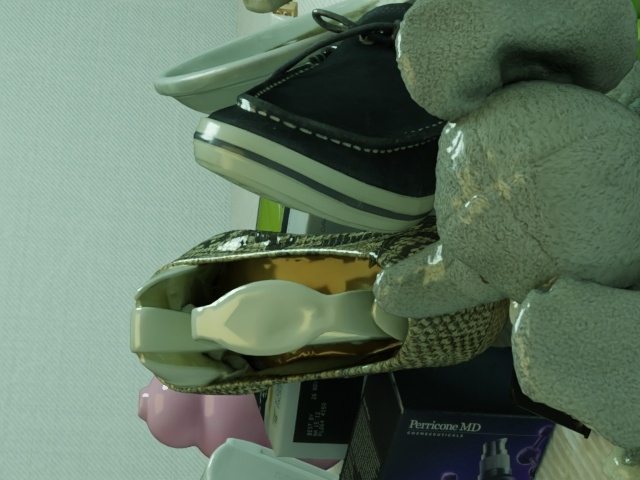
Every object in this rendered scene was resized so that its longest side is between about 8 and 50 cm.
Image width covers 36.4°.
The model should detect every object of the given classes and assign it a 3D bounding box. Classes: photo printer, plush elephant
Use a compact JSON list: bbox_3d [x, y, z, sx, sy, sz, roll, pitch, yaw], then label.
[{"bbox_3d":[-0.070,0.421,1.450,0.307,0.256,0.107,116,175,-56],"label":"photo printer"},{"bbox_3d":[0.152,-0.003,0.547,0.330,0.255,0.272,127,139,-55],"label":"plush elephant"}]

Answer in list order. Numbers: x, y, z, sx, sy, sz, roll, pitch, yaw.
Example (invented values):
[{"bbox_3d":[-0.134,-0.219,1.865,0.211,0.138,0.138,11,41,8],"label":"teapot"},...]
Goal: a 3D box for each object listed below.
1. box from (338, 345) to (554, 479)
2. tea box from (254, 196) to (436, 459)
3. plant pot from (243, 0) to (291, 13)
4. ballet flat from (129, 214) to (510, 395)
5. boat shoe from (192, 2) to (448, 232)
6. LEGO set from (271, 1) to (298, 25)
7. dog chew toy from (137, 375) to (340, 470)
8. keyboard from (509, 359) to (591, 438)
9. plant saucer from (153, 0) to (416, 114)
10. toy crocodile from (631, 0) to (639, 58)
[{"bbox_3d":[0.114,0.208,0.941,0.108,0.153,0.207,-106,24,-57],"label":"box"},{"bbox_3d":[0.043,0.045,1.156,0.323,0.220,0.329,-129,45,-70],"label":"tea box"},{"bbox_3d":[0.001,-0.405,0.989,0.334,0.305,0.334,48,165,18],"label":"plant pot"},{"bbox_3d":[-0.061,0.067,0.892,0.483,0.182,0.164,-11,88,43],"label":"ballet flat"},{"bbox_3d":[0.061,-0.121,0.825,0.500,0.187,0.156,-23,-46,-60],"label":"boat shoe"},{"bbox_3d":[-0.008,-0.256,1.554,0.132,0.107,0.287,1,121,52],"label":"LEGO set"},{"bbox_3d":[-0.113,0.258,1.503,0.206,0.332,0.206,-176,90,-78],"label":"dog chew toy"},{"bbox_3d":[0.209,0.071,0.788,0.108,0.023,0.180,21,119,41],"label":"keyboard"},{"bbox_3d":[-0.002,-0.222,1.204,0.400,0.400,0.100,-133,22,-73],"label":"plant saucer"},{"bbox_3d":[0.202,-0.113,0.779,0.115,0.105,0.340,-100,20,-46],"label":"toy crocodile"}]
